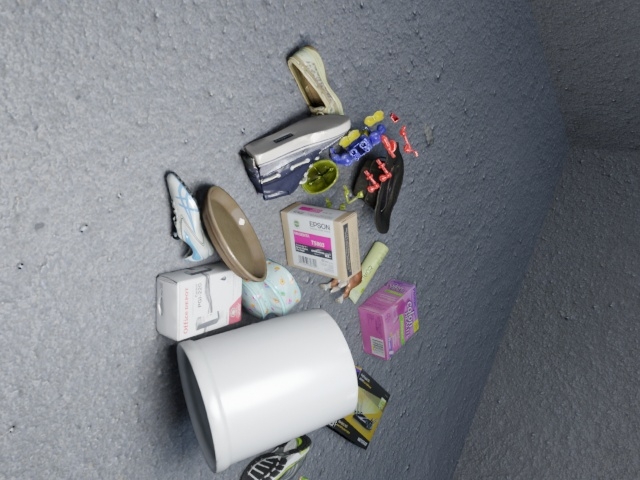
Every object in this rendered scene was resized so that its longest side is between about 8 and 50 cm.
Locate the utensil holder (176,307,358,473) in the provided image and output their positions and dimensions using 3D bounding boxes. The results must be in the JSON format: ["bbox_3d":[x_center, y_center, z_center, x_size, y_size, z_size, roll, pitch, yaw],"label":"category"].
[{"bbox_3d":[-0.140,0.368,1.491,0.385,0.327,0.328,-15,114,-23],"label":"utensil holder"}]

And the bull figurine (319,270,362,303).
[{"bbox_3d":[0.064,0.060,1.951,0.188,0.101,0.311,-45,130,-29],"label":"bull figurine"}]

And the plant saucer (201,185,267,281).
[{"bbox_3d":[-0.224,-0.011,1.486,0.278,0.041,0.278,59,12,-20],"label":"plant saucer"}]

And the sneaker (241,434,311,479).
[{"bbox_3d":[-0.139,0.761,1.897,0.299,0.111,0.122,-19,119,-46],"label":"sneaker"}]

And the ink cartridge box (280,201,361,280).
[{"bbox_3d":[0.000,0.000,1.738,0.088,0.234,0.194,-32,124,-43],"label":"ink cartridge box"}]

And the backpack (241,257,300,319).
[{"bbox_3d":[-0.153,0.136,1.623,0.144,0.188,0.166,-44,132,-35],"label":"backpack"}]

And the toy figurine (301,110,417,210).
[{"bbox_3d":[0.121,-0.264,1.850,0.191,0.362,0.217,49,15,-12],"label":"toy figurine"}]

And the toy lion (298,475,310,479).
[{"bbox_3d":[-0.064,0.921,2.102,0.100,0.034,0.096,-63,147,-17],"label":"toy lion"}]

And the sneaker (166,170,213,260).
[{"bbox_3d":[-0.337,-0.054,1.427,0.086,0.085,0.237,-23,114,-16],"label":"sneaker"}]

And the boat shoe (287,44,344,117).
[{"bbox_3d":[-0.016,-0.429,1.712,0.089,0.104,0.285,-44,122,-29],"label":"boat shoe"}]

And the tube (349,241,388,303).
[{"bbox_3d":[0.172,0.117,2.141,0.070,0.062,0.240,36,72,-7],"label":"tube"}]

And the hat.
[{"bbox_3d":[0.187,-0.185,1.983,0.331,0.133,0.332,11,90,-73],"label":"hat"}]

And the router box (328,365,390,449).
[{"bbox_3d":[0.139,0.647,2.233,0.309,0.080,0.243,49,62,-47],"label":"router box"}]

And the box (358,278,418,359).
[{"bbox_3d":[0.274,0.309,2.275,0.243,0.117,0.214,-34,126,-42],"label":"box"}]

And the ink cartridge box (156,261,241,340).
[{"bbox_3d":[-0.314,0.153,1.504,0.217,0.092,0.159,-11,109,-48],"label":"ink cartridge box"}]

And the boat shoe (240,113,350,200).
[{"bbox_3d":[-0.059,-0.239,1.647,0.340,0.127,0.158,-24,127,-18],"label":"boat shoe"}]
